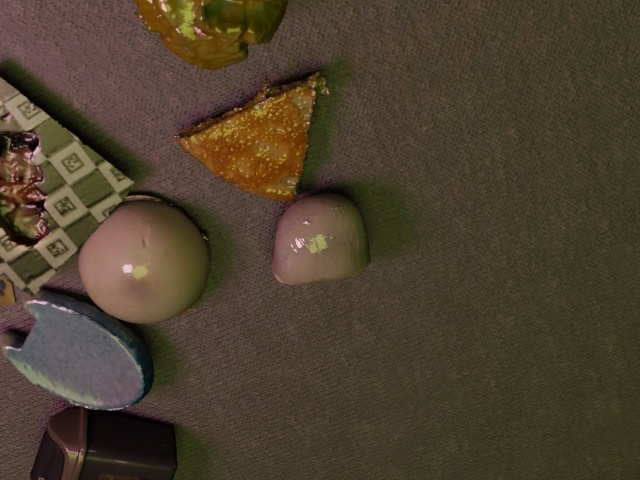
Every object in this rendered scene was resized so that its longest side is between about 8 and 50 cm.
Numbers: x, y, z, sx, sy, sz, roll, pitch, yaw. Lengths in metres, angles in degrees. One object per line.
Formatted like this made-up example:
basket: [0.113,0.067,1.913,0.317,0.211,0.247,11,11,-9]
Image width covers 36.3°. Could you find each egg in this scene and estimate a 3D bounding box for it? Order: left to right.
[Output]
egg: [-0.352,0.072,1.900,0.264,0.174,0.286,10,125,-7]

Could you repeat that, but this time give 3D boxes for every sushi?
sushi: [-0.570,-0.109,1.809,0.339,0.069,0.320,39,104,-25]

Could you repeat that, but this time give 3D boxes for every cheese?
cheese: [0.000,0.000,1.892,0.198,0.154,0.189,-8,126,-6]

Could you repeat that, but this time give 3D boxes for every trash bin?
trash bin: [-0.476,0.485,2.156,0.290,0.182,0.209,14,120,-20]

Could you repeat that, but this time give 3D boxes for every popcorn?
popcorn: [-0.176,-0.428,1.542,0.247,0.282,0.282,-35,120,31]

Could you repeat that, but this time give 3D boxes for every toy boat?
toy boat: [-0.496,0.224,2.039,0.330,0.123,0.215,27,109,-9]

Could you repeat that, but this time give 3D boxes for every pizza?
pizza: [-0.080,-0.205,1.805,0.280,0.075,0.288,34,116,-30]

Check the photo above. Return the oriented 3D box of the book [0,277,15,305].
book: [-0.708,0.054,1.949,0.168,0.013,0.192,-3,124,-4]
